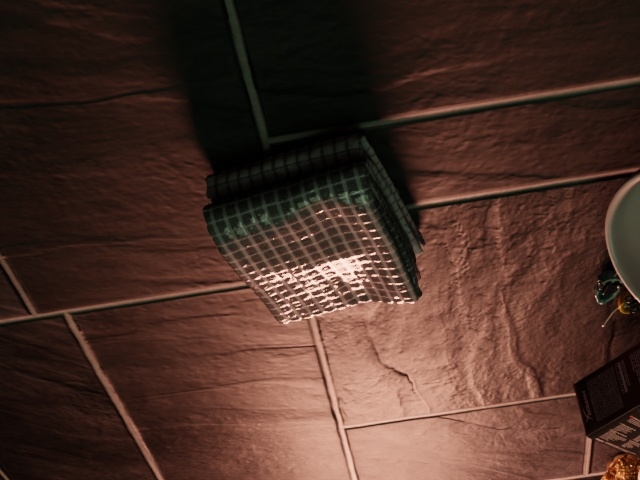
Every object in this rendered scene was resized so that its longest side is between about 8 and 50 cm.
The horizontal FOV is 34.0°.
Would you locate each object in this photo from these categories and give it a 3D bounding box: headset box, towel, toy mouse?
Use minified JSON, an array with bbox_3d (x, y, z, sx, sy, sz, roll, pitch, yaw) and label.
[{"bbox_3d":[0.603,0.242,1.712,0.218,0.110,0.293,24,131,-29],"label":"headset box"},{"bbox_3d":[0.000,0.000,1.430,0.235,0.121,0.284,-17,138,14],"label":"towel"},{"bbox_3d":[0.481,0.061,1.626,0.161,0.031,0.143,-27,136,23],"label":"toy mouse"}]

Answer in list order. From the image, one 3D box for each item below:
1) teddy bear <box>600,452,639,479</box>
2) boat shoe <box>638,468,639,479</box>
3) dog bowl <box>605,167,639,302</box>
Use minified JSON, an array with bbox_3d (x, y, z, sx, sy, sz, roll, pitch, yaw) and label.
[{"bbox_3d":[0.703,0.468,2.090,0.338,0.113,0.245,-13,145,-4],"label":"teddy bear"},{"bbox_3d":[0.761,0.419,1.954,0.335,0.095,0.112,-18,99,-11],"label":"boat shoe"},{"bbox_3d":[0.518,-0.003,1.381,0.104,0.265,0.265,-34,153,-34],"label":"dog bowl"}]
